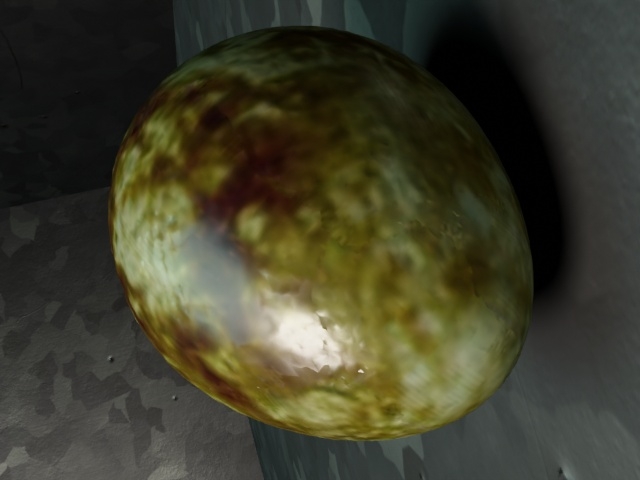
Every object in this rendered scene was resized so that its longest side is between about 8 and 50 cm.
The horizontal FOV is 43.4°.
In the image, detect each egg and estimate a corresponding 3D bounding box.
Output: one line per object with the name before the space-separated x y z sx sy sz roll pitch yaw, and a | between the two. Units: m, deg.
egg | 0.000 0.000 0.490 0.289 0.238 0.238 48 151 41
